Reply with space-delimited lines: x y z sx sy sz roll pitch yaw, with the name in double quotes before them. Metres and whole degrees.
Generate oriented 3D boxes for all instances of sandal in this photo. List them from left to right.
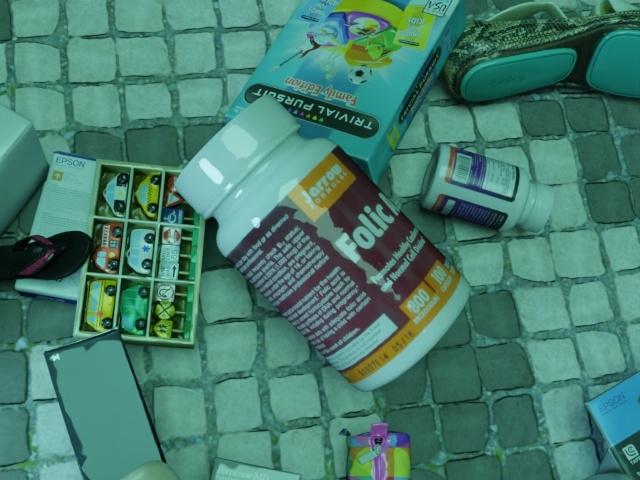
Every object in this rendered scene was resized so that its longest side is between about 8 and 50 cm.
"sandal" -0.406 0.023 1.120 0.179 0.040 0.067 -10 66 8

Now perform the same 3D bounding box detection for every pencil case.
"pencil case" 0.079 0.376 1.111 0.105 0.104 0.236 2 73 -8

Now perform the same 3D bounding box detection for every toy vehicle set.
"toy vehicle set" -0.253 0.018 1.158 0.166 0.035 0.266 5 70 -9

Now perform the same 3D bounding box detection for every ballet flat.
"ballet flat" 0.434 -0.341 1.377 0.483 0.164 0.181 -4 57 -8

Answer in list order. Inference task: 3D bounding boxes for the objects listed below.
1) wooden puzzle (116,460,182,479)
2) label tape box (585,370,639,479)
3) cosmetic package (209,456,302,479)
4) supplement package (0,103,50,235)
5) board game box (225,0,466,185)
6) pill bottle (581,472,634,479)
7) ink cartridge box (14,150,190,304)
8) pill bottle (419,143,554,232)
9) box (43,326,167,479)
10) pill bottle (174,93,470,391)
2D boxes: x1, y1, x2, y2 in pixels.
"wooden puzzle" -0.238 0.446 0.912 0.348 0.080 0.322 -31 110 11
"label tape box" 0.551 0.341 1.190 0.241 0.106 0.333 -25 77 -15
"cosmetic package" -0.106 0.418 1.067 0.127 0.107 0.237 10 74 -3
"supplement package" -0.566 -0.137 1.135 0.293 0.175 0.177 31 69 2
"board game box" 0.045 -0.272 1.274 0.254 0.079 0.336 20 68 24
"pill bottle" 0.417 0.534 1.043 0.229 0.229 0.407 -28 79 -16
"ink cartridge box" -0.315 -0.007 1.201 0.224 0.045 0.223 11 70 -6
"pill bottle" 0.265 -0.077 1.279 0.194 0.108 0.108 17 71 -3
"box" -0.265 0.265 1.048 0.103 0.184 0.261 -19 77 -14
"pill bottle" 0.000 0.000 1.123 0.392 0.224 0.224 46 71 -4
